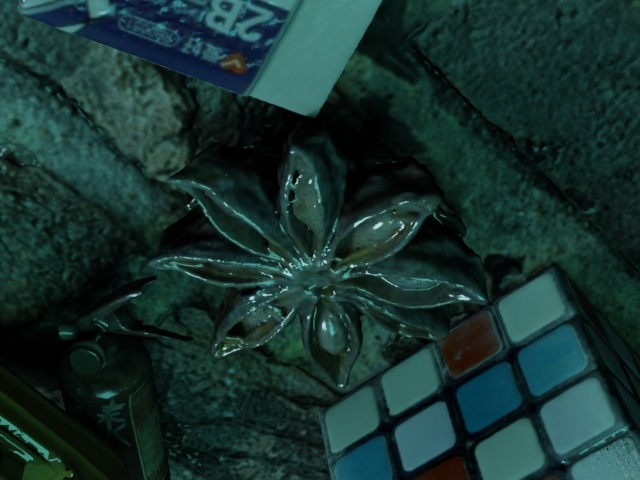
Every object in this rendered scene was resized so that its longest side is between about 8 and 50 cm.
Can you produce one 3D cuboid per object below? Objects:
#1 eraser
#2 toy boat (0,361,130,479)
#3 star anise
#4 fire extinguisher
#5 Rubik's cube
[{"bbox_3d":[-0.073,-0.168,0.847,0.210,0.068,0.124,17,121,-24],"label":"eraser"},{"bbox_3d":[-0.318,0.116,0.930,0.136,0.162,0.445,-39,112,23],"label":"toy boat"},{"bbox_3d":[0.001,0.001,0.974,0.223,0.109,0.236,-16,129,19],"label":"star anise"},{"bbox_3d":[-0.150,0.121,1.062,0.106,0.075,0.252,-8,128,-8],"label":"fire extinguisher"},{"bbox_3d":[0.182,0.227,1.096,0.256,0.253,0.259,-33,126,16],"label":"Rubik's cube"}]
